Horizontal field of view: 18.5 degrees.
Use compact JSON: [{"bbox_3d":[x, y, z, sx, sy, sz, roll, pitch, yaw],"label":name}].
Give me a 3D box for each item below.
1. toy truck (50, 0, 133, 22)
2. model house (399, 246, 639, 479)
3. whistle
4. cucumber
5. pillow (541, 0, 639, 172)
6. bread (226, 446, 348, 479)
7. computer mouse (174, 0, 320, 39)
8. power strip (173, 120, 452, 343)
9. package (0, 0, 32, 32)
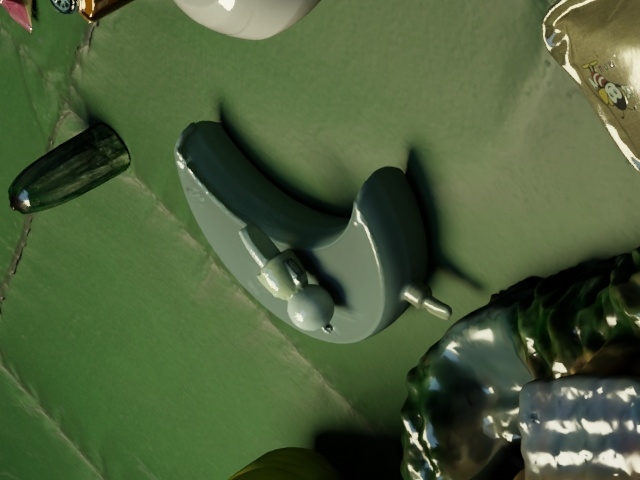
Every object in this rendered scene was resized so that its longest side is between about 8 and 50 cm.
[{"bbox_3d":[-0.195,-0.258,1.444,0.178,0.080,0.115,42,142,16],"label":"toy truck"},{"bbox_3d":[0.152,0.257,1.197,0.445,0.400,0.395,-9,116,56],"label":"model house"},{"bbox_3d":[-0.024,0.029,1.441,0.100,0.035,0.035,50,148,6],"label":"whistle"},{"bbox_3d":[-0.216,-0.057,1.650,0.048,0.105,0.048,46,154,30],"label":"cucumber"},{"bbox_3d":[0.210,-0.113,1.098,0.130,0.033,0.217,55,148,-5],"label":"pillow"},{"bbox_3d":[-0.041,0.320,1.548,0.208,0.376,0.251,-31,93,17],"label":"bread"},{"bbox_3d":[-0.029,-0.267,1.181,0.184,0.121,0.296,41,131,52],"label":"computer mouse"},{"bbox_3d":[0.000,0.000,1.466,0.253,0.054,0.167,19,138,43],"label":"power strip"},{"bbox_3d":[-0.255,-0.211,1.616,0.059,0.029,0.083,48,157,15],"label":"package"}]
